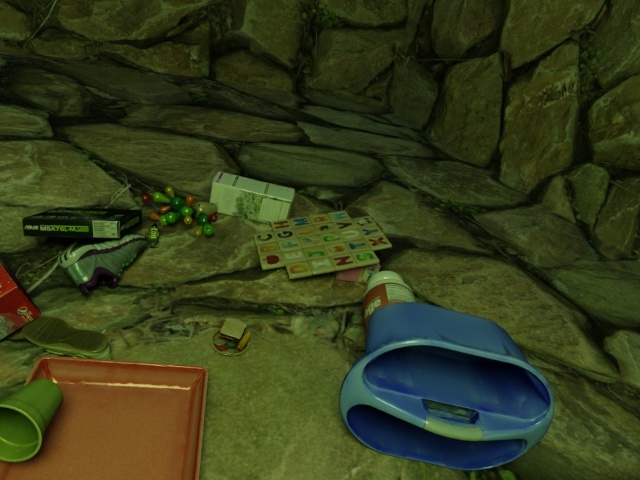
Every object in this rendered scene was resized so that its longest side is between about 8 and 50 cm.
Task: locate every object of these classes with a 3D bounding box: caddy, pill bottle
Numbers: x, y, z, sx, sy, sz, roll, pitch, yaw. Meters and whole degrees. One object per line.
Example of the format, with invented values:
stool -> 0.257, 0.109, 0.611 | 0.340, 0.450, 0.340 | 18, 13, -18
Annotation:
caddy -> 0.200, 0.251, 0.735 | 0.341, 0.241, 0.179 | 13, 25, -4
pill bottle -> 0.154, 0.163, 0.983 | 0.121, 0.121, 0.216 | 13, 29, -6

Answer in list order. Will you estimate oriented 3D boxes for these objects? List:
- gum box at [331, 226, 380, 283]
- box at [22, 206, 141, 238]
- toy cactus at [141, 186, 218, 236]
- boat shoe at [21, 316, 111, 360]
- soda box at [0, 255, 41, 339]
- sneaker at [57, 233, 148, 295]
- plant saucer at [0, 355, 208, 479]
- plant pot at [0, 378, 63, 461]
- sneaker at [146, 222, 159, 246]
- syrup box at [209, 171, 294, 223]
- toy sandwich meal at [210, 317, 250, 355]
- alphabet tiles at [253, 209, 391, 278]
gum box -> 0.085, 0.036, 1.227 | 0.107, 0.062, 0.188 | 8, 30, -14
box -> -0.519, -0.042, 0.995 | 0.190, 0.045, 0.184 | 2, 13, -7
toy cactus -> -0.350, -0.086, 1.198 | 0.219, 0.112, 0.180 | 19, 18, 22
boat shoe -> -0.431, 0.172, 0.760 | 0.153, 0.048, 0.056 | 11, 41, 4
soda box -> -0.603, 0.062, 0.783 | 0.263, 0.083, 0.092 | 34, 57, 30
sneaker -> -0.443, 0.052, 0.950 | 0.098, 0.083, 0.223 | 62, 23, 0
plant saucer -> -0.299, 0.281, 0.625 | 0.258, 0.048, 0.259 | 8, 29, -14
plant pot -> -0.377, 0.221, 0.573 | 0.083, 0.083, 0.079 | 14, 17, -4
sneaker -> -0.411, -0.014, 1.091 | 0.031, 0.035, 0.083 | 3, 32, -21
syrup box -> -0.203, -0.122, 1.323 | 0.236, 0.093, 0.096 | 13, 30, -6
toy sandwich meal -> -0.173, 0.188, 0.868 | 0.085, 0.029, 0.085 | 12, 29, -7
alphabet tiles -> 0.000, 0.000, 1.195 | 0.342, 0.011, 0.285 | -10, 33, -11
